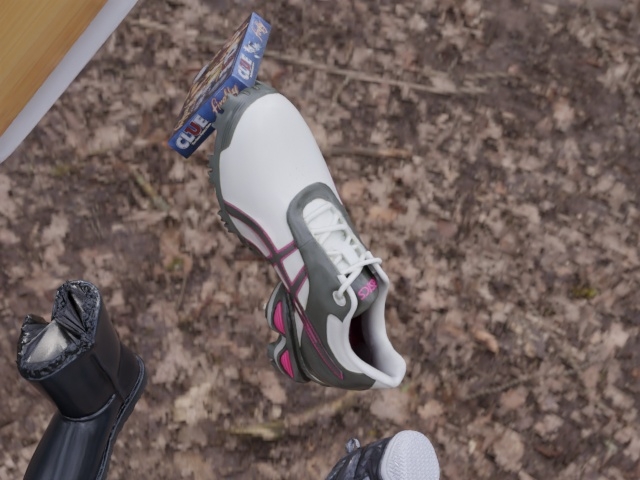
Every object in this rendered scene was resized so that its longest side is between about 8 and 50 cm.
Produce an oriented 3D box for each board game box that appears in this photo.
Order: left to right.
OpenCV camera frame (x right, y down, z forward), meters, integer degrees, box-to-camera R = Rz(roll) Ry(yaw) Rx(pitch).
[{"bbox_3d":[-0.158,-0.252,1.725,0.042,0.165,0.243,38,29,-19],"label":"board game box"}]

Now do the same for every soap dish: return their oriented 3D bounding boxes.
[{"bbox_3d":[-0.268,-0.219,0.802,0.229,0.118,0.291,-46,54,17],"label":"soap dish"}]

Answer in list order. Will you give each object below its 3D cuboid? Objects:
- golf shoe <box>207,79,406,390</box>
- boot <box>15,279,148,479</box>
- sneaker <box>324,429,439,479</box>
[{"bbox_3d":[0.000,0.000,0.864,0.120,0.273,0.105,12,39,45],"label":"golf shoe"},{"bbox_3d":[-0.294,0.187,1.206,0.094,0.207,0.246,16,63,21],"label":"boot"},{"bbox_3d":[0.075,0.389,1.431,0.101,0.153,0.268,20,68,-42],"label":"sneaker"}]
